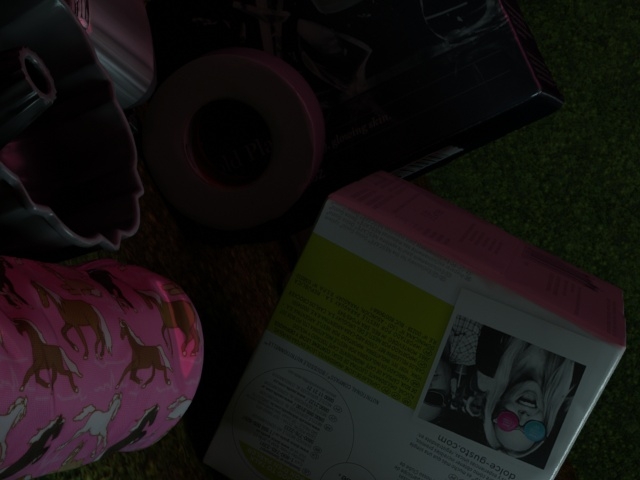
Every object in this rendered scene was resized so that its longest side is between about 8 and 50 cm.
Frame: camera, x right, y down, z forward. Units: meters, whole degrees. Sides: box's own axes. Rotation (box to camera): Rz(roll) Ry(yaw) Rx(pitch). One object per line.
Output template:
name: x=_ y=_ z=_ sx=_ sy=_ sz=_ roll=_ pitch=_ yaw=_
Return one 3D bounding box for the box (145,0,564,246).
box: x=0.010 y=-0.300 z=1.788 sx=0.471 sy=0.480 sz=0.297 roll=66 pitch=15 yaw=5

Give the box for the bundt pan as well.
bundt pan: x=-0.293 y=-0.117 z=1.134 sx=0.331 sy=0.124 sz=0.331 roll=56 pitch=17 yaw=-27

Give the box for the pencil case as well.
pencil case: x=-0.224 y=0.088 z=0.983 sx=0.160 sy=0.167 sz=0.386 roll=37 pitch=6 yaw=18

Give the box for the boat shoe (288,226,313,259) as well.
boat shoe: x=0.004 y=-0.002 z=2.022 sx=0.305 sy=0.109 sz=0.091 roll=61 pitch=19 yaw=-2

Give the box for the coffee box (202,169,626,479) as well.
coffee box: x=0.118 y=0.151 z=1.483 sx=0.338 sy=0.334 sz=0.337 roll=27 pitch=12 yaw=9

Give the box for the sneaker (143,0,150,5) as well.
sneaker: x=-0.313 y=-0.423 z=1.606 sx=0.145 sy=0.147 sz=0.384 roll=-11 pitch=55 yaw=-30

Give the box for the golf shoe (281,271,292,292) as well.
golf shoe: x=0.078 y=0.030 z=1.914 sx=0.140 sy=0.306 sz=0.115 roll=52 pitch=-20 yaw=3

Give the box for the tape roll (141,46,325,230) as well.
tape roll: x=-0.107 y=-0.126 z=1.616 sx=0.219 sy=0.219 sz=0.072 roll=63 pitch=16 yaw=-9

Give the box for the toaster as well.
toaster: x=-0.267 y=-0.224 z=1.402 sx=0.146 sy=0.129 sz=0.227 roll=38 pitch=33 yaw=-53
